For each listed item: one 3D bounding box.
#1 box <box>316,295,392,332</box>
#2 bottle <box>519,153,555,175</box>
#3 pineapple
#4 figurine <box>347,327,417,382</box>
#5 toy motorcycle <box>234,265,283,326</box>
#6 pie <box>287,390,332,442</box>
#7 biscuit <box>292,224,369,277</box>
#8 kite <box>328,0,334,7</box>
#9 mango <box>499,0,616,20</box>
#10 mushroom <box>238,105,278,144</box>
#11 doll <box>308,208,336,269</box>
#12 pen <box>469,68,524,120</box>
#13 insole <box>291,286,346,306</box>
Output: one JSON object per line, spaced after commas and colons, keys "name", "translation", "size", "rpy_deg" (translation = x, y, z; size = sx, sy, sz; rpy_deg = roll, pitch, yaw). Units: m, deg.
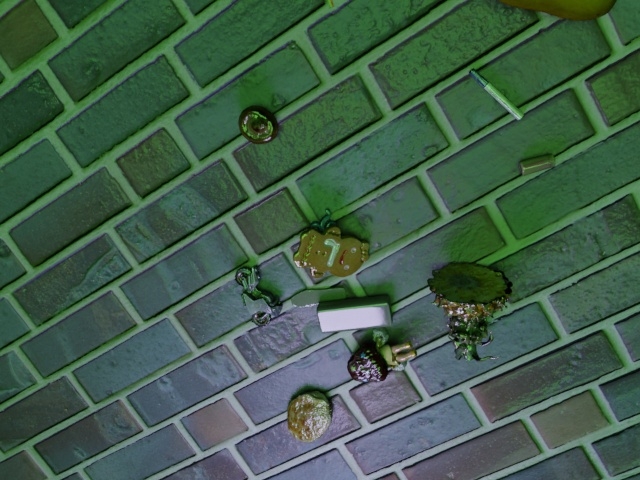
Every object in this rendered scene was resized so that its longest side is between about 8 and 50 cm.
{"name": "box", "translation": [0.113, 0.244, 1.927], "size": [0.243, 0.055, 0.103], "rpy_deg": [-7, 114, 11]}
{"name": "bottle", "translation": [0.636, -0.224, 1.715], "size": [0.096, 0.045, 0.045], "rpy_deg": [-16, 104, 11]}
{"name": "pineapple", "translation": [0.460, 0.241, 1.810], "size": [0.262, 0.262, 0.272], "rpy_deg": [-1, 118, 9]}
{"name": "figurine", "translation": [0.201, 0.390, 1.931], "size": [0.240, 0.116, 0.175], "rpy_deg": [-27, 102, 15]}
{"name": "toy motorcycle", "translation": [-0.203, 0.183, 1.949], "size": [0.122, 0.080, 0.216], "rpy_deg": [-19, 99, 14]}
{"name": "pie", "translation": [-0.039, 0.616, 2.059], "size": [0.163, 0.079, 0.193], "rpy_deg": [46, 109, 4]}
{"name": "biscuit", "translation": [0.039, 0.043, 1.838], "size": [0.248, 0.035, 0.184], "rpy_deg": [14, 110, -24]}
{"name": "kite", "translation": [0.017, -0.747, 1.665], "size": [0.189, 0.010, 0.159], "rpy_deg": [-1, 108, 11]}
{"name": "mango", "translation": [0.574, -0.723, 1.482], "size": [0.445, 0.220, 0.301], "rpy_deg": [36, 106, -7]}
{"name": "mushroom", "translation": [-0.188, -0.352, 1.779], "size": [0.126, 0.085, 0.109], "rpy_deg": [49, 142, -10]}
{"name": "doll", "translation": [0.000, 0.000, 1.869], "size": [0.109, 0.067, 0.206], "rpy_deg": [18, 97, -8]}
{"name": "pen", "translation": [0.507, -0.421, 1.685], "size": [0.204, 0.025, 0.025], "rpy_deg": [41, 108, -4]}
{"name": "insole", "translation": [-0.007, 0.188, 1.955], "size": [0.191, 0.010, 0.063], "rpy_deg": [-10, 106, 11]}
